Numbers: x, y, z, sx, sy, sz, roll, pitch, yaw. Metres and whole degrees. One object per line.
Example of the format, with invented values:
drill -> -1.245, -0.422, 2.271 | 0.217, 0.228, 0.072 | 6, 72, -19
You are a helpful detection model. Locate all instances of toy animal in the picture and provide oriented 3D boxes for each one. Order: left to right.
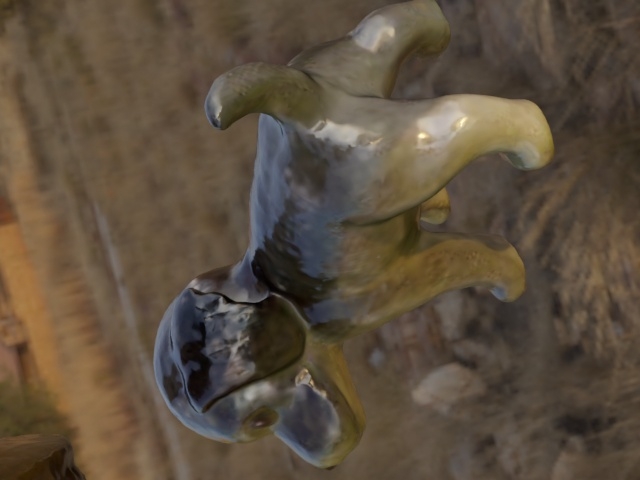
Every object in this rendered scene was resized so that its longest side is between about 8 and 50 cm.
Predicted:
toy animal -> 0.011, 0.003, 0.604 | 0.121, 0.168, 0.233 | 56, 150, 33

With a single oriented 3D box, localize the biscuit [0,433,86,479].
biscuit -> -0.269, 0.138, 0.544 | 0.350, 0.394, 0.070 | -17, -88, -65
